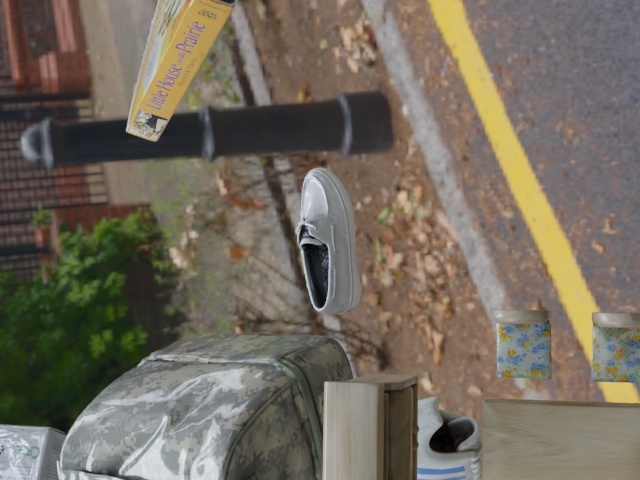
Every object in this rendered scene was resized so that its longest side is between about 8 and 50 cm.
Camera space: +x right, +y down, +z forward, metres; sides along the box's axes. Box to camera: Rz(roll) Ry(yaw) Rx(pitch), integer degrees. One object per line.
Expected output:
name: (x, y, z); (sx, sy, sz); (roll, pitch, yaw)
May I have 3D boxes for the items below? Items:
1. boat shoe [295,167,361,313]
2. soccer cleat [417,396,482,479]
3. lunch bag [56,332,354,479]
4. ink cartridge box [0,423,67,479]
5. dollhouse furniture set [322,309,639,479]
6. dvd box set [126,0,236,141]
boat shoe: (0.000, 0.000, 1.168); (0.066, 0.063, 0.184); (-9, 84, 41)
soccer cleat: (0.208, 0.341, 1.463); (0.143, 0.331, 0.116); (-30, 45, 20)
lunch bag: (-0.133, 0.246, 1.145); (0.305, 0.256, 0.213); (-2, 104, 37)
ink cartridge box: (-0.583, 0.454, 1.505); (0.071, 0.324, 0.330); (52, -139, -62)
dollhouse furniture set: (0.137, 0.158, 0.717); (0.161, 0.242, 0.212); (15, -105, -74)
dvd box set: (-0.200, -0.378, 1.482); (0.420, 0.062, 0.308); (140, 143, -59)
